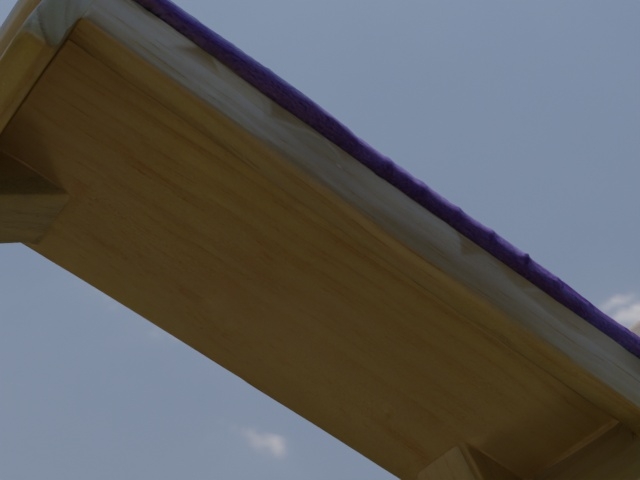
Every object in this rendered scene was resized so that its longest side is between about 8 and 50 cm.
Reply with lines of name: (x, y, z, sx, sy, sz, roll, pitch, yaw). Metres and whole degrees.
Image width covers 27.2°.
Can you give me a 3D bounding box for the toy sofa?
toy sofa: (0.000, 0.000, 0.643, 0.362, 0.177, 0.150, 34, -51, -14)
